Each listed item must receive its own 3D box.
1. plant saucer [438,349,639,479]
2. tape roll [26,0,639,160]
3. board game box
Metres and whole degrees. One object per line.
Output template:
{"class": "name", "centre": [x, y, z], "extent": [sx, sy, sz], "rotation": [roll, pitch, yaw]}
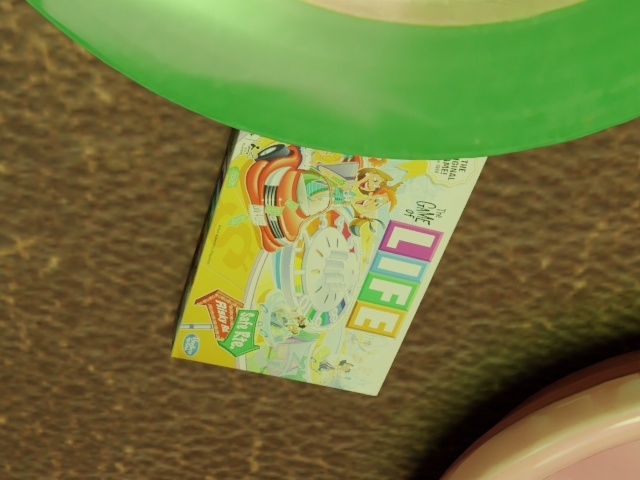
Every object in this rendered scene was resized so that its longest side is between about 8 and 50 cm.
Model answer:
{"class": "plant saucer", "centre": [0.198, 0.169, 0.672], "extent": [0.332, 0.084, 0.332], "rotation": [-1, 129, -1]}
{"class": "tape roll", "centre": [0.033, -0.183, 0.335], "extent": [0.321, 0.077, 0.321], "rotation": [-4, 117, -7]}
{"class": "board game box", "centre": [0.000, 0.000, 0.566], "extent": [0.103, 0.026, 0.154], "rotation": [12, 128, -11]}
